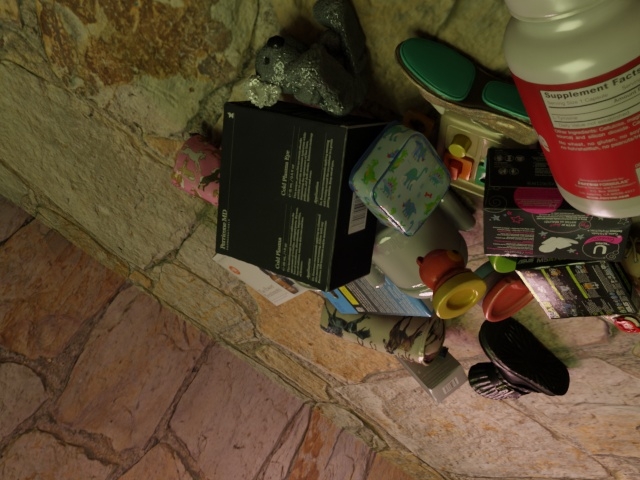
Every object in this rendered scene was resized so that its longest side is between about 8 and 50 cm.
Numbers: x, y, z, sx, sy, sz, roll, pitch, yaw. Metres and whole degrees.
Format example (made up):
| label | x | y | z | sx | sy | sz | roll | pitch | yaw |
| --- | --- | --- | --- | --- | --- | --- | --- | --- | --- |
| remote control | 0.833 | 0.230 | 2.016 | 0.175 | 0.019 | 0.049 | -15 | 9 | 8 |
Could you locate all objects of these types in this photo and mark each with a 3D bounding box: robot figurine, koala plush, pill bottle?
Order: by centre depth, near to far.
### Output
| label | x | y | z | sx | sy | sz | roll | pitch | yaw |
| --- | --- | --- | --- | --- | --- | --- | --- | --- | --- |
| pill bottle | 0.403 | -0.243 | 0.997 | 0.229 | 0.229 | 0.408 | 3 | 142 | 42 |
| koala plush | -0.037 | -0.333 | 1.336 | 0.221 | 0.196 | 0.203 | 7 | 154 | 31 |
| robot figurine | 0.210 | 0.000 | 1.620 | 0.300 | 0.200 | 0.353 | -34 | 118 | 22 |

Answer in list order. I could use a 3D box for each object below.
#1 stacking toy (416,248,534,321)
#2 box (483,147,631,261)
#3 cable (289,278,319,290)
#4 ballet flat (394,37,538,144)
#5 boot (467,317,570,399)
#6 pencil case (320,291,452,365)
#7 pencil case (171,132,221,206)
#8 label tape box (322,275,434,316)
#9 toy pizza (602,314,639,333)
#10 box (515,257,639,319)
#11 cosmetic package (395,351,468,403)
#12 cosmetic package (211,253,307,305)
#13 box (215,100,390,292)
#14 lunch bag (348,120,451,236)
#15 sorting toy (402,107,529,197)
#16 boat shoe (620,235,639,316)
| label | x | y | z | sx | sy | sz | roll | pitch | yaw |
| --- | --- | --- | --- | --- | --- | --- | --- | --- | --- |
| stacking toy | 0.376 | 0.039 | 1.497 | 0.309 | 0.279 | 0.130 | 13 | -145 | -45 |
| box | 0.428 | -0.068 | 1.272 | 0.247 | 0.163 | 0.142 | 3 | 141 | 15 |
| cable | 0.000 | 0.000 | 1.717 | 0.257 | 0.257 | 0.089 | 27 | -167 | -25 |
| ballet flat | 0.269 | -0.256 | 1.250 | 0.316 | 0.108 | 0.106 | 29 | 160 | 6 |
| boot | 0.511 | 0.353 | 1.987 | 0.348 | 0.131 | 0.260 | 40 | 151 | -19 |
| pencil case | 0.186 | 0.250 | 2.091 | 0.410 | 0.183 | 0.160 | 12 | 116 | 38 |
| pencil case | -0.197 | -0.142 | 1.824 | 0.386 | 0.167 | 0.160 | 26 | 174 | 8 |
| label tape box | 0.137 | 0.098 | 1.916 | 0.333 | 0.106 | 0.241 | -3 | 136 | 45 |
| toy pizza | 0.716 | 0.161 | 1.573 | 0.201 | 0.032 | 0.201 | 24 | 152 | 13 |
| box | 0.513 | 0.088 | 1.376 | 0.184 | 0.045 | 0.191 | -9 | 138 | 41 |
| cosmetic package | 0.323 | 0.366 | 2.103 | 0.238 | 0.127 | 0.107 | 44 | 169 | 45 |
| cosmetic package | -0.162 | 0.062 | 2.214 | 0.284 | 0.097 | 0.377 | 39 | 152 | -10 |
| box | -0.045 | -0.108 | 1.477 | 0.312 | 0.179 | 0.343 | 18 | 111 | 30 |
| lunch bag | 0.164 | -0.121 | 1.379 | 0.090 | 0.176 | 0.219 | 34 | 177 | 39 |
| sorting toy | 0.313 | -0.160 | 1.399 | 0.347 | 0.047 | 0.196 | 24 | 148 | 18 |
| boat shoe | 0.605 | 0.033 | 1.396 | 0.324 | 0.123 | 0.120 | 33 | 146 | -19 |
